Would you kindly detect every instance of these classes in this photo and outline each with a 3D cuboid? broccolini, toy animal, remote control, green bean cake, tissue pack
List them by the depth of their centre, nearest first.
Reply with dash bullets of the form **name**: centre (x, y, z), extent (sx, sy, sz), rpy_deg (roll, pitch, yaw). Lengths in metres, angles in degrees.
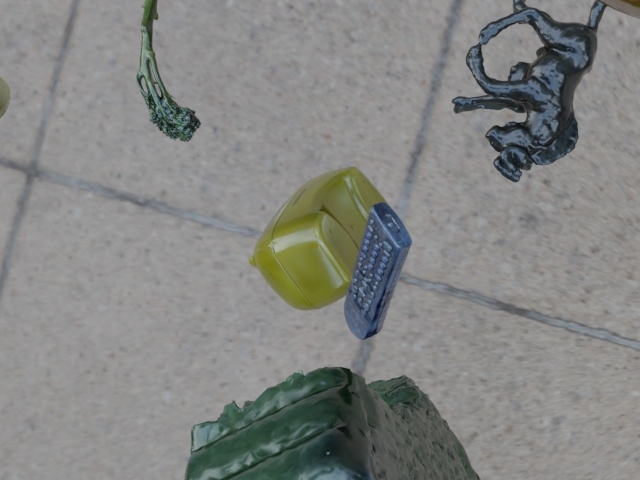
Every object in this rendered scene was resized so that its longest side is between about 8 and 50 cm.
- **remote control**: centre (0.044, 0.029, 0.988), extent (0.027, 0.152, 0.044), rpy_deg (-16, 60, -17)
- **green bean cake**: centre (0.024, 0.224, 0.996), extent (0.169, 0.308, 0.300), rpy_deg (-25, 116, 14)
- **broccolini**: centre (-0.159, -0.188, 1.234), extent (0.054, 0.052, 0.194), rpy_deg (-17, 78, 50)
- **toy animal**: centre (0.236, -0.179, 1.353), extent (0.148, 0.084, 0.233), rpy_deg (30, 84, 13)
- **tissue pack**: centre (0.000, 0.000, 1.492), extent (0.127, 0.178, 0.123), rpy_deg (-25, 109, 36)

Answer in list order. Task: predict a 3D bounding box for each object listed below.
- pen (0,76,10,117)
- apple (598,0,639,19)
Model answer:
- **pen**: centre (-0.211, -0.103, 0.455), extent (0.040, 0.233, 0.032), rpy_deg (-44, 41, 15)
- **apple**: centre (0.134, -0.170, 0.326), extent (0.236, 0.207, 0.237), rpy_deg (-13, 50, 16)
